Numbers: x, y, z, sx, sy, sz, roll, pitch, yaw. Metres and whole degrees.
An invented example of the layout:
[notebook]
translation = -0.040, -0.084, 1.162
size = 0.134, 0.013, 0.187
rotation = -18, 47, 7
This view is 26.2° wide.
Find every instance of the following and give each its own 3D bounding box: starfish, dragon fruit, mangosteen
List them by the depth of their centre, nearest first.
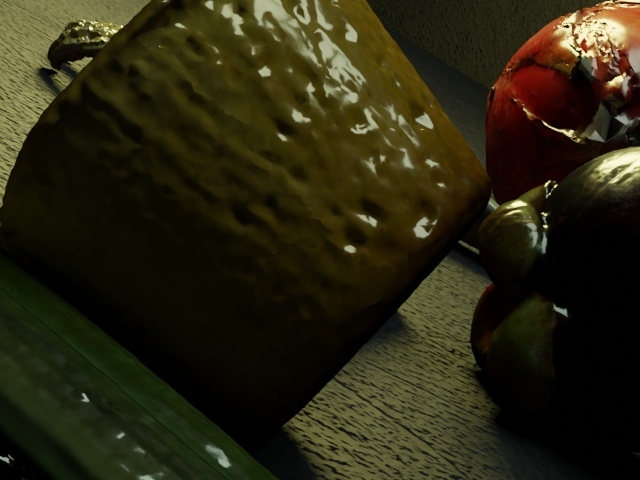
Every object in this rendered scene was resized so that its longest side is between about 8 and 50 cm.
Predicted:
[mangosteen]
translation = 0.195, 0.035, 0.852
size = 0.210, 0.210, 0.210
rotation = 28, 13, -7
[starfish]
translation = -0.092, -0.109, 1.054
size = 0.216, 0.071, 0.238
rotation = 6, 33, -49
[dragon fruit]
translation = 0.319, -0.107, 1.471
size = 0.295, 0.295, 0.301
rotation = 28, 0, -6

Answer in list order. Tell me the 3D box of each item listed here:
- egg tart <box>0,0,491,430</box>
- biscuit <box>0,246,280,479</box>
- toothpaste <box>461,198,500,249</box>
[egg tart]
translation = -0.020, -0.021, 0.590
size = 0.147, 0.202, 0.202
rotation = 41, 14, 6
[biscuit]
translation = -0.061, 0.074, 0.469
size = 0.322, 0.038, 0.099
rotation = 36, 11, 26
[toothpaste]
translation = 0.150, -0.004, 1.218
size = 0.301, 0.048, 0.075
rotation = 36, -15, -3
